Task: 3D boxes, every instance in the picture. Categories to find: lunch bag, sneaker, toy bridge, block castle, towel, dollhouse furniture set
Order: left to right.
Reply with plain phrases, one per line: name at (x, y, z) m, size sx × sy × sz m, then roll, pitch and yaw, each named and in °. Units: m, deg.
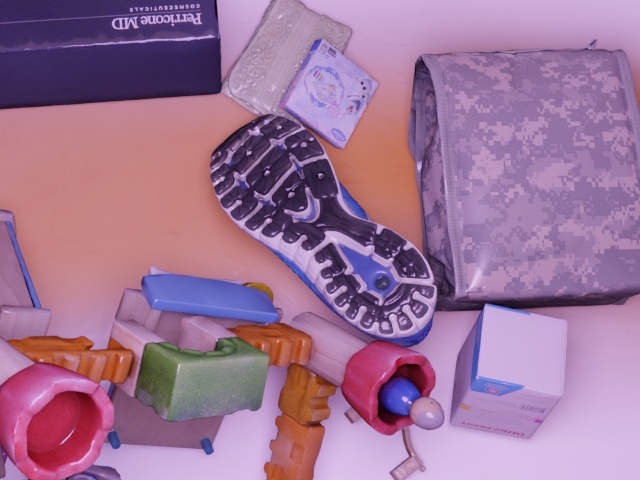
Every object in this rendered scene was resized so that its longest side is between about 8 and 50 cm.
dollhouse furniture set at (-0.229, 0.129, 1.338) m, size 0.303 × 0.198 × 0.286 m, roll 8°, pitch 117°, yaw -28°
block castle at (-0.110, 0.232, 1.118) m, size 0.453 × 0.213 × 0.302 m, roll 1°, pitch 108°, yaw -44°
towel at (-0.036, -0.204, 1.453) m, size 0.110 × 0.027 × 0.148 m, roll 29°, pitch 77°, yaw 0°
sneaker at (0.000, 0.000, 1.367) m, size 0.130 × 0.147 × 0.330 m, roll -38°, pitch 65°, yaw -7°
toy bridge at (0.055, 0.175, 1.381) m, size 0.063 × 0.026 × 0.188 m, roll -37°, pitch 84°, yaw -13°
lunch bag at (0.226, -0.072, 1.379) m, size 0.235 × 0.169 × 0.286 m, roll -3°, pitch 81°, yaw -8°

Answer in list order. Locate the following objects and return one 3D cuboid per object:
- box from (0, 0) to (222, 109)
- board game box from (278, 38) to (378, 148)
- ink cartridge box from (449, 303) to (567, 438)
box at (-0.289, -0.318, 1.371) m, size 0.343 × 0.179 × 0.312 m, roll -4°, pitch 77°, yaw -5°
board game box at (0.010, -0.165, 1.433) m, size 0.090 × 0.020 × 0.090 m, roll 36°, pitch 74°, yaw -27°
ink cartridge box at (0.196, 0.145, 1.350) m, size 0.092 × 0.143 × 0.089 m, roll 12°, pitch 60°, yaw -3°
